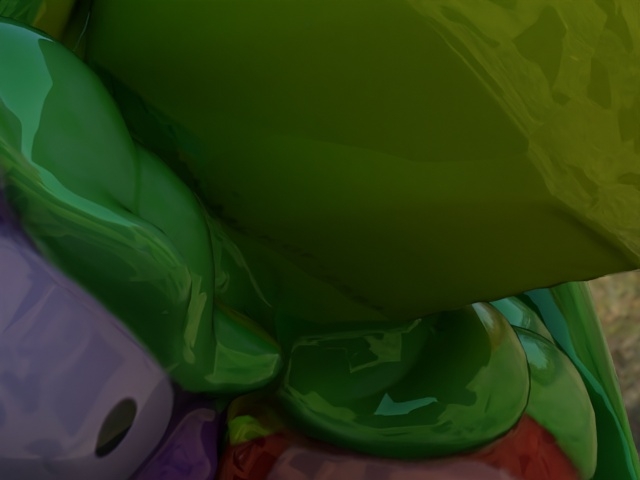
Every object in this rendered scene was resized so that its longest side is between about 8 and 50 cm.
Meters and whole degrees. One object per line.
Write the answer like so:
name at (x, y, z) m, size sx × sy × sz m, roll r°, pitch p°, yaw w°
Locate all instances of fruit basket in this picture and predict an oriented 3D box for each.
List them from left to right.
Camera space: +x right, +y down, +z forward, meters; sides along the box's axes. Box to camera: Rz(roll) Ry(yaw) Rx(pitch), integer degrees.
fruit basket at (0.000, 0.000, 0.401) m, size 0.392 × 0.282 × 0.392 m, roll -7°, pitch -35°, yaw -5°
